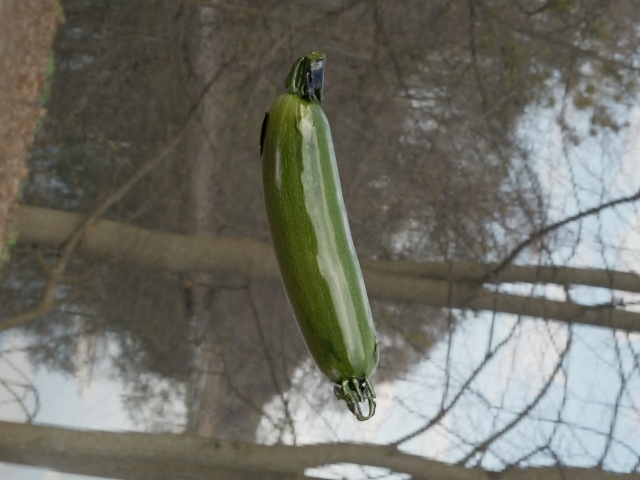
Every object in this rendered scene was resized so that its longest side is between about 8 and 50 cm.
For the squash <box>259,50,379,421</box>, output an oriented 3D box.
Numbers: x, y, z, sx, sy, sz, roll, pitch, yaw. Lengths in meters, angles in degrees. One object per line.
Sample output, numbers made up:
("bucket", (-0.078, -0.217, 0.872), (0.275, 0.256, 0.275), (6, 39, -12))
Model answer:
("squash", (-0.003, 0.000, 0.857), (0.071, 0.080, 0.318), (-24, 106, -64))
